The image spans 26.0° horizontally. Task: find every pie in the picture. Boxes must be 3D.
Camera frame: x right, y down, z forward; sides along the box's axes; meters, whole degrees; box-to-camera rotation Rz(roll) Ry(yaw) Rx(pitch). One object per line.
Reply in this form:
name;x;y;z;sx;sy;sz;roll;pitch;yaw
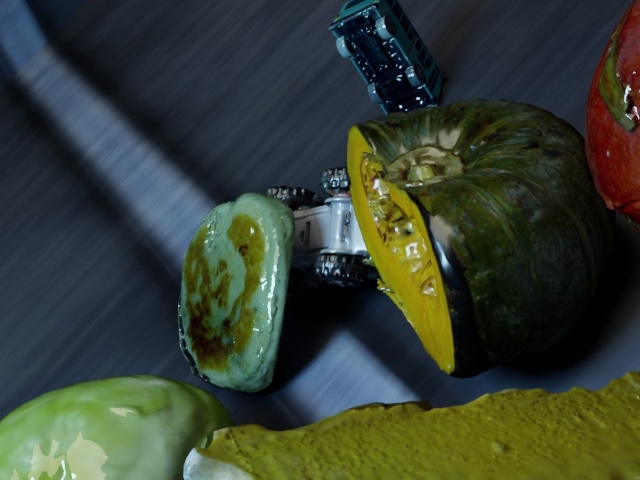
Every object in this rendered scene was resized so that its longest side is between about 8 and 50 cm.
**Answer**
pie;-0.093;0.062;1.584;0.240;0.054;0.240;-17;70;53

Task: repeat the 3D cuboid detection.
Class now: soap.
soap;0.118;0.168;1.059;0.338;0.304;0.169;-42;33;-3

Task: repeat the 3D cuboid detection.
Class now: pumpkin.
pumpkin;0.173;-0.004;1.361;0.232;0.242;0.325;-12;36;-11

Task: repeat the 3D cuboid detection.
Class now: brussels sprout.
brussels sprout;-0.222;0.274;1.391;0.273;0.242;0.316;18;65;29

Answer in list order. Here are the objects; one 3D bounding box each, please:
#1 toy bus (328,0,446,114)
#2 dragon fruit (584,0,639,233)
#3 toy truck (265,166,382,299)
toy bus;0.090;-0.239;1.785;0.079;0.160;0.092;-21;26;31
dragon fruit;0.370;-0.118;1.184;0.342;0.277;0.277;-20;35;40
toy truck;0.000;0.000;1.612;0.286;0.111;0.136;-9;72;53
